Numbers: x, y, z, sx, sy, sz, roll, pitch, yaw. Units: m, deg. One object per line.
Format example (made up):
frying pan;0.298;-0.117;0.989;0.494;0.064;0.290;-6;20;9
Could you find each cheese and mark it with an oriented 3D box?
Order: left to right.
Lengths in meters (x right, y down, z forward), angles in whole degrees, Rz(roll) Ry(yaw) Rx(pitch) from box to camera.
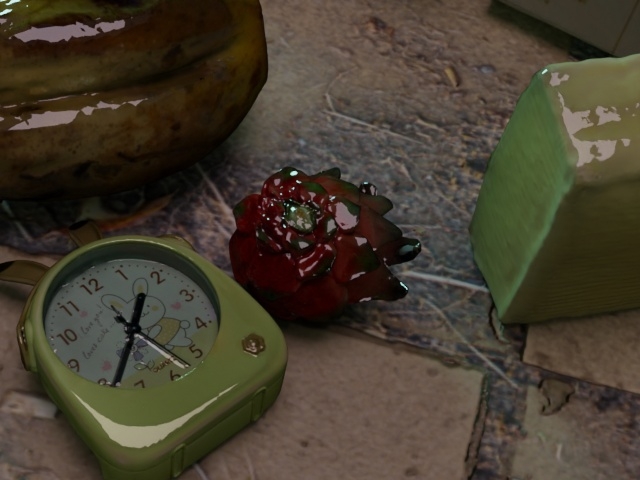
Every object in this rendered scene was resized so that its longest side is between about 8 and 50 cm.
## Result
cheese;0.276;-0.046;1.190;0.266;0.242;0.123;-8;65;-14

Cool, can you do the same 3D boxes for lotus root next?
lotus root;-0.172;-0.131;1.229;0.291;0.193;0.193;-18;59;-25

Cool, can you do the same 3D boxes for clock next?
clock;-0.150;0.067;1.152;0.170;0.069;0.232;-33;64;-27

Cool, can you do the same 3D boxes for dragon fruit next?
dragon fruit;-0.005;0.000;1.195;0.142;0.121;0.130;10;83;-33

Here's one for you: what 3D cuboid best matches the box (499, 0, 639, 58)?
box;0.360;-0.240;1.385;0.365;0.204;0.051;28;12;12
